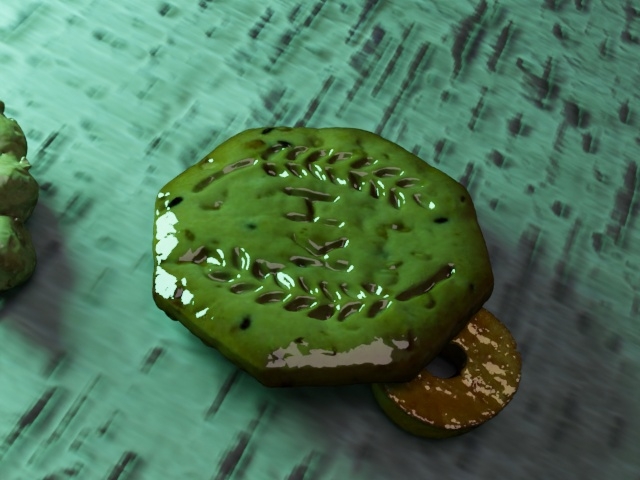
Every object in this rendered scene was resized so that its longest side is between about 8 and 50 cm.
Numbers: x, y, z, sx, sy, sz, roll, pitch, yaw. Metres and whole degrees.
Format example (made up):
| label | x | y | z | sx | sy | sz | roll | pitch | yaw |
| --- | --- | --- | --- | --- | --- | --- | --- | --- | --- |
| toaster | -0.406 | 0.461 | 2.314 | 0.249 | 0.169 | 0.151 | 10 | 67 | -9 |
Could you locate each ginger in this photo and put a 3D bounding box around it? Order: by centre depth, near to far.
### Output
| label | x | y | z | sx | sy | sz | roll | pitch | yaw |
| --- | --- | --- | --- | --- | --- | --- | --- | --- | --- |
| ginger | -0.317 | -0.039 | 0.890 | 0.104 | 0.080 | 0.204 | -28 | 61 | 5 |

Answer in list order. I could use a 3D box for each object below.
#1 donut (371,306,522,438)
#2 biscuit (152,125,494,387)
| label | x | y | z | sx | sy | sz | roll | pitch | yaw |
| --- | --- | --- | --- | --- | --- | --- | --- | --- | --- |
| donut | 0.118 | 0.126 | 0.908 | 0.152 | 0.058 | 0.151 | 7 | 54 | -10 |
| biscuit | 0.000 | 0.000 | 0.934 | 0.359 | 0.046 | 0.359 | 2 | 46 | -2 |
